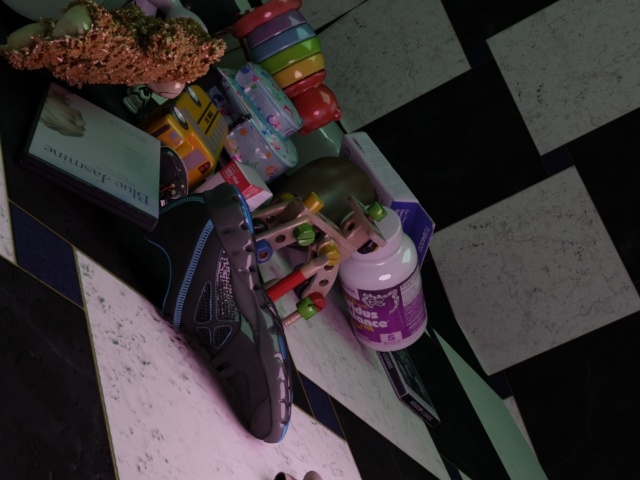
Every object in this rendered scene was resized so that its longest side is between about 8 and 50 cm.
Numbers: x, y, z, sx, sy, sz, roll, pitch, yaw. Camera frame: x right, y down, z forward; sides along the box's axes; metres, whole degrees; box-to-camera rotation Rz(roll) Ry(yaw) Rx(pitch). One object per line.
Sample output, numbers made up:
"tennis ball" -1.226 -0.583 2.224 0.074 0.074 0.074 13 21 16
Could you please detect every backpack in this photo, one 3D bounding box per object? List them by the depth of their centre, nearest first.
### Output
"backpack" -0.145 -0.241 2.007 0.253 0.191 0.225 60 10 -2

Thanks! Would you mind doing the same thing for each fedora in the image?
"fedora" -0.309 -0.611 2.440 0.334 0.152 0.334 53 11 -14

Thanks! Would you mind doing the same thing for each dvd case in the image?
"dvd case" -0.290 -0.116 1.247 0.180 0.022 0.253 29 21 -22
"dvd case" 0.187 0.299 2.225 0.179 0.029 0.239 45 16 -46

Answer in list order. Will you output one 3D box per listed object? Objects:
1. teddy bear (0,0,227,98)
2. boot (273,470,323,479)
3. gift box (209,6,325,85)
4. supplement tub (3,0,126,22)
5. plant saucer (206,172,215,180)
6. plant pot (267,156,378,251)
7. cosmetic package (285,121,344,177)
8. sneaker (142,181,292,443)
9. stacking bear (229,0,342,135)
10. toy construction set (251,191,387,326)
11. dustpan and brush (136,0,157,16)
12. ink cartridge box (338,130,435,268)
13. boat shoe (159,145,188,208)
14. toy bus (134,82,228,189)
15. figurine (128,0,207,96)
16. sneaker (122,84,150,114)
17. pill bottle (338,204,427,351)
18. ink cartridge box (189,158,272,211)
"teddy bear" -0.281 -0.257 1.352 0.338 0.245 0.113 -10 88 -75
"boot" -0.027 0.317 1.214 0.087 0.042 0.118 47 13 -30
"gift box" -0.146 -0.410 2.318 0.255 0.276 0.258 -17 89 -85
"supplement tub" -0.374 -0.445 1.466 0.228 0.228 0.316 52 12 -16
"plant saucer" -0.241 -0.183 1.830 0.067 0.018 0.192 45 16 -44
"plant pot" -0.016 -0.060 2.019 0.215 0.215 0.230 57 24 5
"cosmetic package" -0.031 -0.266 2.622 0.197 0.155 0.365 52 12 -16
"sneaker" -0.125 0.103 1.250 0.125 0.139 0.341 -58 132 -89
"stacking bear" -0.058 -0.379 2.128 0.289 0.175 0.164 63 -1 -6
"toy construction set" 0.000 0.000 1.744 0.257 0.237 0.309 52 12 -18
"dustpan and brush" -0.398 -0.478 1.833 0.211 0.147 0.060 27 43 -1
"ink cartridge box" 0.115 -0.022 2.196 0.330 0.071 0.324 58 -33 39
"boat shoe" -0.218 -0.072 1.409 0.042 0.049 0.133 -90 175 -65
"toy bus" -0.234 -0.165 1.569 0.130 0.108 0.333 55 10 -16
"figurine" -0.300 -0.389 1.704 0.092 0.215 0.209 -17 75 -50
"sneaker" -0.309 -0.248 1.659 0.040 0.044 0.109 49 11 -22
"pill bottle" 0.124 0.077 2.004 0.169 0.169 0.301 -112 -175 -48
"ink cartridge box" -0.156 -0.059 1.516 0.056 0.135 0.099 55 10 14
